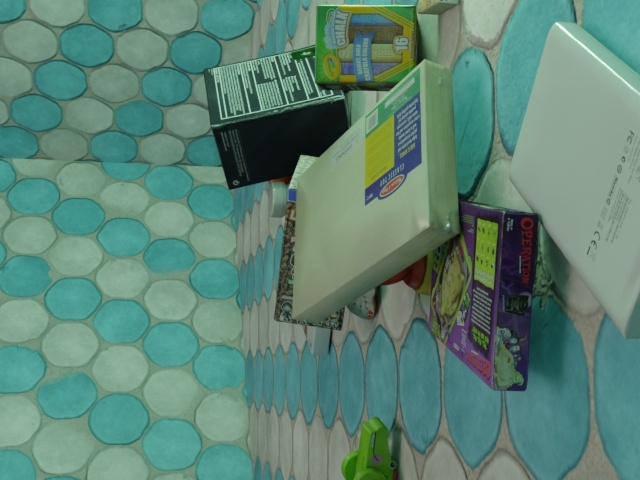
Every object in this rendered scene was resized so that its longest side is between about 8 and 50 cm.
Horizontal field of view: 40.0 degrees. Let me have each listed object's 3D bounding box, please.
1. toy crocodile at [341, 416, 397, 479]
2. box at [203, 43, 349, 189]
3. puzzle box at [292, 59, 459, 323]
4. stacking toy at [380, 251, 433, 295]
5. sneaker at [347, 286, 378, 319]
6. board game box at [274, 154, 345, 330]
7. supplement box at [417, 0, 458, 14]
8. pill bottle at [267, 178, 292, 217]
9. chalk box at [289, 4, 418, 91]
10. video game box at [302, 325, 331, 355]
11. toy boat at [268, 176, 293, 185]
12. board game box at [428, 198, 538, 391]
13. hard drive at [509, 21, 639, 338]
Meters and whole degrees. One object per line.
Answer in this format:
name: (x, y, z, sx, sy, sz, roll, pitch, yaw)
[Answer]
toy crocodile: (0.093, 0.496, 1.607, 0.115, 0.105, 0.340, -174, 90, -78)
box: (-0.098, -0.287, 2.009, 0.296, 0.294, 0.182, -105, 2, -53)
puzzle box: (0.071, -0.058, 1.353, 0.409, 0.052, 0.272, -37, 44, 54)
stacking toy: (0.109, -0.071, 1.490, 0.309, 0.131, 0.279, -130, 43, -71)
sneaker: (0.095, 0.103, 1.750, 0.064, 0.061, 0.158, -59, -11, -30)
board game box: (0.000, 0.000, 1.815, 0.232, 0.141, 0.290, -77, -5, -69)
supplement box: (0.186, -0.397, 1.391, 0.098, 0.036, 0.062, -166, 77, -77)
pill bottle: (-0.024, -0.089, 1.972, 0.108, 0.180, 0.107, -179, 90, -78)
chalk box: (0.057, -0.326, 1.499, 0.132, 0.213, 0.132, -31, -56, -82)
video game box: (-0.007, 0.153, 2.181, 0.187, 0.048, 0.205, -120, 34, -63)
toy boat: (-0.058, -0.154, 2.200, 0.231, 0.151, 0.150, -114, 29, -63)
board game box: (0.203, 0.054, 1.156, 0.347, 0.056, 0.208, -131, 47, -82)
hard drive: (0.286, -0.074, 0.900, 0.307, 0.040, 0.203, -107, 22, -55)
